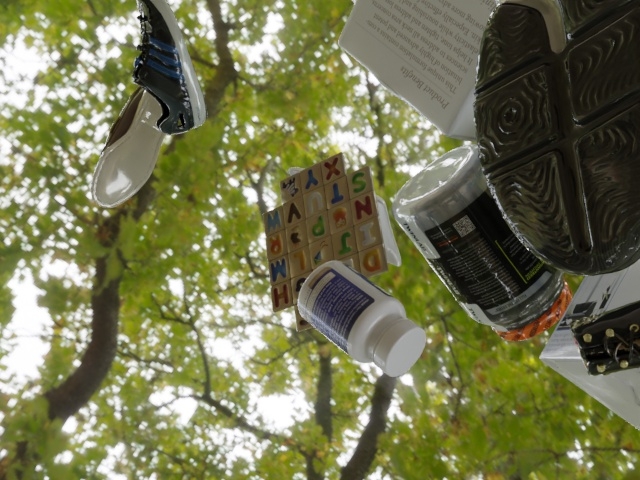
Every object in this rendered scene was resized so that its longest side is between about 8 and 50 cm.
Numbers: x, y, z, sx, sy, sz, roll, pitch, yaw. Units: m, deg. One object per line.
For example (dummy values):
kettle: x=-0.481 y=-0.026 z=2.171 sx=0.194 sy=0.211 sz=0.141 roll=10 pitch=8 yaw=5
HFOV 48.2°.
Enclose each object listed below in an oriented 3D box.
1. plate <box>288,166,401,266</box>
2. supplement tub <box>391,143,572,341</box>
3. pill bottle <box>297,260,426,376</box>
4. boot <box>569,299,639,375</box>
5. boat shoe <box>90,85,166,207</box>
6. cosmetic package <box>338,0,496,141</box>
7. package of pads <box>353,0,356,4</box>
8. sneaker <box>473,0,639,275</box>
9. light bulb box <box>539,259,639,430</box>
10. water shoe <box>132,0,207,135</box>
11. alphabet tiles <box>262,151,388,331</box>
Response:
plate: x=0.073 y=-0.067 z=1.781 sx=0.278 sy=0.277 sz=0.045 roll=23 pitch=-115 yaw=29
supplement tub: x=0.303 y=0.010 z=1.314 sx=0.207 sy=0.338 sz=0.207 roll=-36 pitch=-166 yaw=11
pill bottle: x=0.063 y=0.119 z=1.080 sx=0.112 sy=0.112 sz=0.186 roll=-49 pitch=-129 yaw=-7
boot: x=0.373 y=0.108 z=0.766 sx=0.178 sy=0.085 sz=0.236 roll=-19 pitch=180 yaw=13
boat shoe: x=-0.429 y=-0.224 z=1.626 sx=0.097 sy=0.116 sz=0.324 roll=18 pitch=-100 yaw=53
cosmetic package: x=0.304 y=-0.409 z=1.211 sx=0.329 sy=0.327 sz=0.394 roll=50 pitch=-54 yaw=35
package of pads: x=0.094 y=-0.706 z=1.612 sx=0.101 sy=0.296 sz=0.229 roll=-9 pitch=-137 yaw=-5
sneaker: x=0.273 y=-0.180 z=0.645 sx=0.169 sy=0.257 sz=0.447 roll=-27 pitch=-119 yaw=50
light bulb box: x=0.579 y=0.117 z=1.014 sx=0.361 sy=0.358 sz=0.225 roll=-56 pitch=-176 yaw=-13
water shoe: x=-0.220 y=-0.240 z=0.966 sx=0.080 sy=0.203 sz=0.073 roll=-26 pitch=-159 yaw=-16
alphabet tiles: x=0.000 y=0.000 z=1.458 sx=0.285 sy=0.011 sz=0.342 roll=-22 pitch=-116 yaw=31
